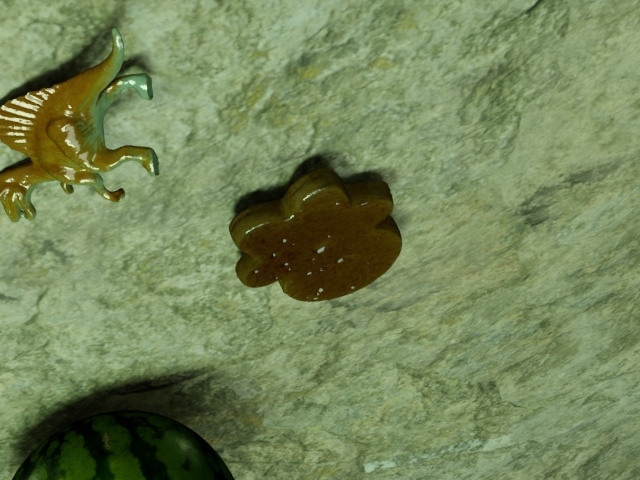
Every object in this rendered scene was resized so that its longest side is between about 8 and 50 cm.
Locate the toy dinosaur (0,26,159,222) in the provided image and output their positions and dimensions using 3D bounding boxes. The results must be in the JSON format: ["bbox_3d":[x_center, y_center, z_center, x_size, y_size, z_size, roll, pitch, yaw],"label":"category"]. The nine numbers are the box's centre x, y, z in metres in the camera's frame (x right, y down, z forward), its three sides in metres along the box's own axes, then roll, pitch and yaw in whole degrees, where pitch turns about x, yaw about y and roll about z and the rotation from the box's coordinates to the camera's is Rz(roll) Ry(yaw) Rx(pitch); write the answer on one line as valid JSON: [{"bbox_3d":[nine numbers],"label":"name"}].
[{"bbox_3d":[-0.203,-0.095,0.965,0.142,0.057,0.212,-1,137,2],"label":"toy dinosaur"}]

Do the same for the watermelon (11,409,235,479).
[{"bbox_3d":[-0.222,0.336,1.396,0.285,0.285,0.285,-16,149,-10],"label":"watermelon"}]

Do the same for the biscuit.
[{"bbox_3d":[0.000,0.000,1.241,0.180,0.039,0.236,-30,150,9],"label":"biscuit"}]
